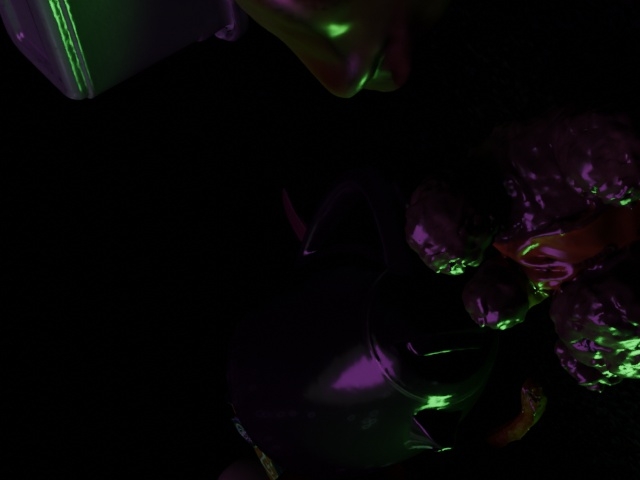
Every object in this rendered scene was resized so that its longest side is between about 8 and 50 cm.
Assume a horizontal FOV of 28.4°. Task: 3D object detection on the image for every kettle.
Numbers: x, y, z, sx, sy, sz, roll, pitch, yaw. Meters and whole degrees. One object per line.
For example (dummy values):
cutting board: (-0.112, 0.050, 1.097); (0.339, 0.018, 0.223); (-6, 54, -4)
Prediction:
kettle: (0.044, 0.068, 1.136); (0.290, 0.207, 0.268); (141, 120, -66)

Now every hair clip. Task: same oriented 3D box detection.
hair clip: (-0.001, 0.001, 1.348); (0.137, 0.022, 0.054); (49, 164, 12)

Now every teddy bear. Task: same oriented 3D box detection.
teddy bear: (0.171, 0.003, 0.795); (0.190, 0.177, 0.140); (56, -154, -6)

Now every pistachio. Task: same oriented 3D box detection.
pistachio: (-0.005, -0.215, 0.788); (0.260, 0.163, 0.212); (-131, 35, -54)

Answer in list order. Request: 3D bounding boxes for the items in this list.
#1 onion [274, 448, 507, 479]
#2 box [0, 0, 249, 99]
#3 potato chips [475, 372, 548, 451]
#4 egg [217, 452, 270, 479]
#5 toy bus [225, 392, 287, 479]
onion: (0.062, 0.357, 1.331); (0.341, 0.341, 0.341); (45, 160, 22)
box: (-0.193, -0.270, 1.068); (0.175, 0.182, 0.312); (42, 158, 27)
potato chips: (0.185, 0.175, 1.219); (0.037, 0.026, 0.204); (51, 162, 15)
egg: (-0.050, 0.448, 1.960); (0.269, 0.219, 0.219); (52, 162, 14)
toy bus: (0.006, 0.293, 1.679); (0.167, 0.138, 0.275); (25, 145, 50)
